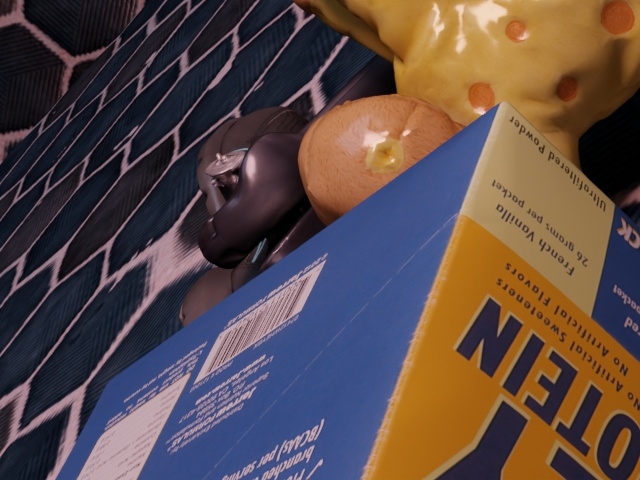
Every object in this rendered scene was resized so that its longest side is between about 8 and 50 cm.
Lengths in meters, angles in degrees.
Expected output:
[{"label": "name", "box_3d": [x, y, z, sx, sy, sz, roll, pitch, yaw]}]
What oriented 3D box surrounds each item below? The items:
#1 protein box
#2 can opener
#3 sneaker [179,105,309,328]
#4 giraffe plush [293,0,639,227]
[{"label": "protein box", "box_3d": [0.007, 0.109, 0.459, 0.200, 0.136, 0.201, -35, 20, 39]}, {"label": "can opener", "box_3d": [0.007, -0.045, 0.782, 0.059, 0.073, 0.186, -29, 18, 47]}, {"label": "sneaker", "box_3d": [0.000, 0.000, 0.860, 0.106, 0.101, 0.267, -30, 27, 15]}, {"label": "giraffe plush", "box_3d": [0.059, -0.049, 0.676, 0.181, 0.210, 0.170, 73, -143, -76]}]
